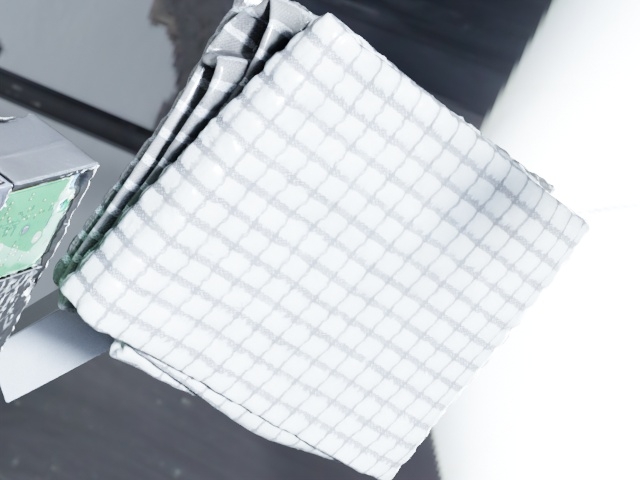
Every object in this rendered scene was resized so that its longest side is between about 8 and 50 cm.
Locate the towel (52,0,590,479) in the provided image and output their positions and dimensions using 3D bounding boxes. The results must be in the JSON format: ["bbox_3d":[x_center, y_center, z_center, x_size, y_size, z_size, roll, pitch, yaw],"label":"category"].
[{"bbox_3d":[0.000,0.000,0.875,0.283,0.121,0.235,32,103,-37],"label":"towel"}]

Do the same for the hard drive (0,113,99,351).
[{"bbox_3d":[-0.277,0.090,0.796,0.339,0.064,0.237,-58,167,23],"label":"hard drive"}]

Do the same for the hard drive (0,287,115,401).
[{"bbox_3d":[-0.165,0.045,1.229,0.254,0.054,0.172,-29,-170,-5],"label":"hard drive"}]
